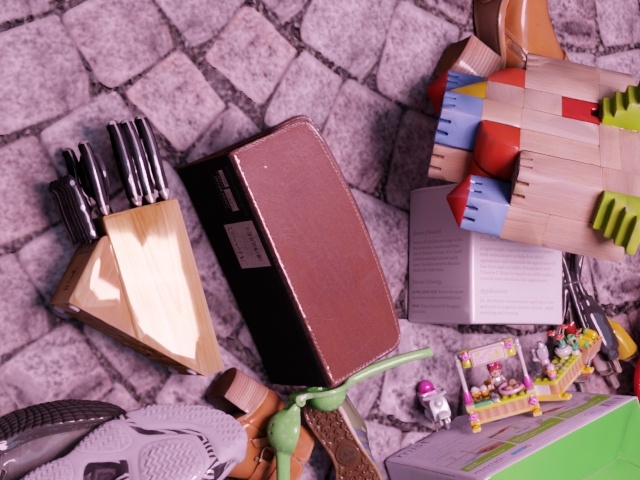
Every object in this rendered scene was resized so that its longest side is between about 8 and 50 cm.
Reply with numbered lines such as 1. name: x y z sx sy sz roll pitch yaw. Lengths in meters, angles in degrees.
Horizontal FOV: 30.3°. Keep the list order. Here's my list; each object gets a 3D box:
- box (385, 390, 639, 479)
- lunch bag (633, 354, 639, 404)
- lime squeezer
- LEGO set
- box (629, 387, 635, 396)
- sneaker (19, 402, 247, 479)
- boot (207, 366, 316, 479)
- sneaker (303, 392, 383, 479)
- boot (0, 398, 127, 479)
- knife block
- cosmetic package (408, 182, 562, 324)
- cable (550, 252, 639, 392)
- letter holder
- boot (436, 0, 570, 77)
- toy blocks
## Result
1. box: 0.259 0.296 1.538 0.262 0.231 0.126 -22 96 -28
2. lunch bag: 0.612 0.171 1.722 0.293 0.120 0.258 25 74 -21
3. lime squeezer: 0.007 0.218 1.424 0.110 0.059 0.310 39 76 4
4. LEGO set: 0.268 0.160 1.579 0.287 0.132 0.107 -21 103 -16
5. box: 0.660 0.227 1.846 0.295 0.073 0.293 46 70 -16
6. sneaker: -0.237 0.331 1.295 0.366 0.137 0.210 -27 135 -33
7. boot: -0.099 0.272 1.441 0.152 0.073 0.197 43 71 -23
8. sneaker: 0.044 0.271 1.507 0.064 0.086 0.192 -24 92 17
9. boot: -0.331 0.277 1.325 0.247 0.083 0.161 -12 104 -29
10. knife block: -0.199 0.001 1.394 0.276 0.088 0.242 32 73 -22
11. cosmetic package: 0.219 0.021 1.581 0.151 0.151 0.183 4 85 -28
12. cable: 0.365 0.089 1.726 0.140 0.072 0.287 -21 84 -11
13. letter holder: 0.000 0.000 1.468 0.214 0.152 0.301 -27 99 -29
14. boot: 0.315 -0.275 1.675 0.220 0.109 0.283 35 74 -20
15. toy blocks: 0.252 -0.121 1.462 0.261 0.190 0.381 12 38 3
